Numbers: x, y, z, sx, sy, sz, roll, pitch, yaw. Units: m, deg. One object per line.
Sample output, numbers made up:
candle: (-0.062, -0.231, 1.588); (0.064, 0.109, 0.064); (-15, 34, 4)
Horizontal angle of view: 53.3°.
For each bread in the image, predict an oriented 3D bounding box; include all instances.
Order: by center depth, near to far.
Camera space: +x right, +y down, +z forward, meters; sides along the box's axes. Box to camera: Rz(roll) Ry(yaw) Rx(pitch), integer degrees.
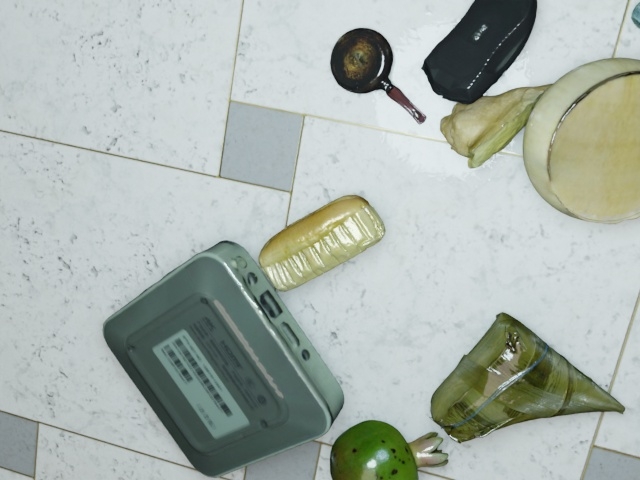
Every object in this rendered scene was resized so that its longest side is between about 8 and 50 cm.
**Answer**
bread: (0.000, 0.000, 1.154); (0.237, 0.140, 0.106); (-28, 92, 15)

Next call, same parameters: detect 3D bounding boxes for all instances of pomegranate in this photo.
pomegranate: (0.129, 0.425, 1.209); (0.225, 0.187, 0.186); (-17, 98, -9)

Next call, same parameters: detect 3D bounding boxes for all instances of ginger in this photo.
ginger: (0.292, -0.215, 1.068); (0.193, 0.115, 0.122); (-37, 60, -4)

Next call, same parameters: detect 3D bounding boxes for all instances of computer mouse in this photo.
computer mouse: (0.267, -0.323, 1.048); (0.217, 0.073, 0.122); (-49, 57, 10)

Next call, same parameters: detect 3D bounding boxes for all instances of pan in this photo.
pan: (0.105, -0.280, 1.122); (0.212, 0.040, 0.115); (46, 113, 1)

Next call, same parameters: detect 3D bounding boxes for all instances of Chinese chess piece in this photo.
Chinese chess piece: (0.448, -0.153, 0.994); (0.258, 0.104, 0.257); (-3, 114, -7)

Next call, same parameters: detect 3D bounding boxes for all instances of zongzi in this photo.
zongzi: (0.361, 0.303, 1.147); (0.274, 0.125, 0.250); (37, 106, -3)

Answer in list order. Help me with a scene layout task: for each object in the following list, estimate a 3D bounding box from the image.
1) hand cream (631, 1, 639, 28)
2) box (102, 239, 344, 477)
hand cream: (0.555, -0.401, 0.974); (0.175, 0.095, 0.046); (-49, 58, 20)
box: (-0.196, 0.239, 1.223); (0.397, 0.111, 0.395); (-33, 94, 34)
